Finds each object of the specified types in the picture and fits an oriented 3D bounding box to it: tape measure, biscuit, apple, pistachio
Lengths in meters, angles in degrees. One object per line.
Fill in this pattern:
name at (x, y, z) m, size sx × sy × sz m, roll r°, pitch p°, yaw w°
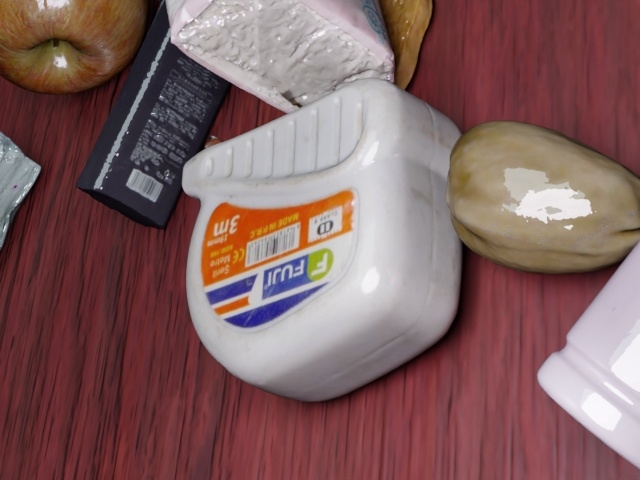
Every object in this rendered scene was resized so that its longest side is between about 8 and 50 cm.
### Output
tape measure at (0.000, 0.000, 1.113) m, size 0.258 × 0.130 × 0.265 m, roll -20°, pitch 58°, yaw 39°
biscuit at (0.041, -0.179, 1.260) m, size 0.142 × 0.029 × 0.221 m, roll -6°, pitch 61°, yaw 43°
apple at (-0.303, -0.275, 1.530) m, size 0.211 × 0.211 × 0.188 m, roll -25°, pitch 53°, yaw 32°
pistachio at (0.167, -0.030, 0.985) m, size 0.185 × 0.126 × 0.108 m, roll 27°, pitch 128°, yaw 47°

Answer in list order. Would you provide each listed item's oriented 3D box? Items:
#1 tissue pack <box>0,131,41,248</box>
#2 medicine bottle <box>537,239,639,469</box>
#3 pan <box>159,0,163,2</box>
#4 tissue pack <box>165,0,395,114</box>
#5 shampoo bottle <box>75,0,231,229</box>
tissue pack at (-0.547, -0.022, 1.649) m, size 0.388 × 0.162 × 0.287 m, roll 11°, pitch 72°, yaw 49°
medicine bottle at (0.258, 0.028, 0.825) m, size 0.250 × 0.133 × 0.133 m, roll -54°, pitch 40°, yaw 5°
pan at (-0.125, -0.355, 1.480) m, size 0.128 × 0.048 × 0.202 m, roll 26°, pitch 110°, yaw 28°
tissue pack at (-0.047, -0.251, 1.219) m, size 0.124 × 0.201 × 0.271 m, roll -41°, pitch 41°, yaw 29°
shampoo bottle at (-0.145, -0.171, 1.389) m, size 0.071 × 0.098 × 0.309 m, roll 9°, pitch 72°, yaw 53°
